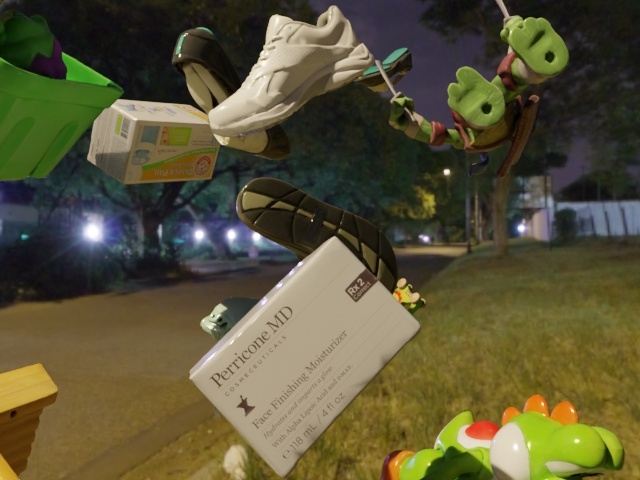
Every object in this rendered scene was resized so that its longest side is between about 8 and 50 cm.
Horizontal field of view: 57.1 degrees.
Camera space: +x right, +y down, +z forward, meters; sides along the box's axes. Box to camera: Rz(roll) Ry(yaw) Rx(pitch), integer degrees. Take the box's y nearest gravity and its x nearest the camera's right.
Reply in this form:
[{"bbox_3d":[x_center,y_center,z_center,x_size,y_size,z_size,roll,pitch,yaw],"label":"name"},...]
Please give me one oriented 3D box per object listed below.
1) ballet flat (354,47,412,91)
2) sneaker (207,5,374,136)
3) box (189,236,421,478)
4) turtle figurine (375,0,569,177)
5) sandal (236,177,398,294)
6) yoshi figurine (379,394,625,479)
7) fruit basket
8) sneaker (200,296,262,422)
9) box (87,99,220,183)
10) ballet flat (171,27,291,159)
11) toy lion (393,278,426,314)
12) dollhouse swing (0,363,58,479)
[{"bbox_3d":[0.158,-0.398,1.413,0.074,0.074,0.203,-3,29,49],"label":"ballet flat"},{"bbox_3d":[-0.051,-0.213,0.730,0.232,0.115,0.090,-34,14,-19],"label":"sneaker"},{"bbox_3d":[-0.026,0.110,0.583,0.181,0.119,0.182,-44,1,-16],"label":"box"},{"bbox_3d":[0.184,-0.217,0.762,0.197,0.275,0.266,-6,2,1],"label":"turtle figurine"},{"bbox_3d":[0.000,-0.002,0.973,0.302,0.120,0.086,34,-21,-5],"label":"sandal"},{"bbox_3d":[0.230,0.345,0.765,0.203,0.203,0.362,-24,-12,-40],"label":"yoshi figurine"},{"bbox_3d":[-0.431,-0.296,0.696,0.391,0.393,0.283,0,8,9],"label":"fruit basket"},{"bbox_3d":[-0.166,0.208,1.074,0.151,0.094,0.256,8,44,20],"label":"sneaker"},{"bbox_3d":[-0.280,-0.172,1.025,0.103,0.114,0.203,31,24,27],"label":"box"},{"bbox_3d":[-0.154,-0.218,0.988,0.095,0.096,0.280,-13,-49,36],"label":"ballet flat"},{"bbox_3d":[0.168,0.137,1.272,0.034,0.096,0.100,43,5,-32],"label":"toy lion"},{"bbox_3d":[-0.602,0.491,1.163,0.304,0.347,0.315,23,10,20],"label":"dollhouse swing"}]
